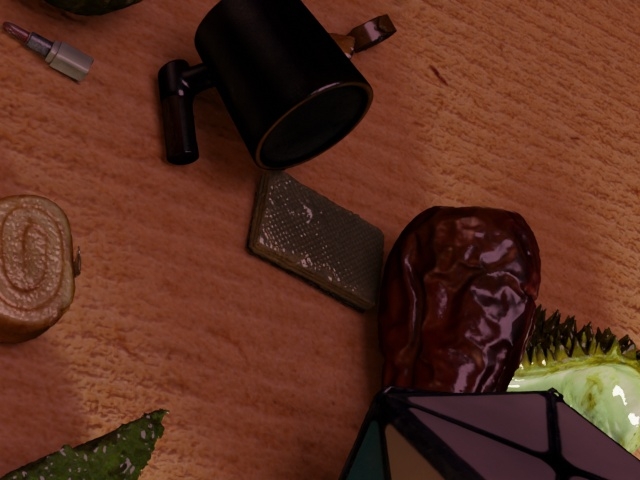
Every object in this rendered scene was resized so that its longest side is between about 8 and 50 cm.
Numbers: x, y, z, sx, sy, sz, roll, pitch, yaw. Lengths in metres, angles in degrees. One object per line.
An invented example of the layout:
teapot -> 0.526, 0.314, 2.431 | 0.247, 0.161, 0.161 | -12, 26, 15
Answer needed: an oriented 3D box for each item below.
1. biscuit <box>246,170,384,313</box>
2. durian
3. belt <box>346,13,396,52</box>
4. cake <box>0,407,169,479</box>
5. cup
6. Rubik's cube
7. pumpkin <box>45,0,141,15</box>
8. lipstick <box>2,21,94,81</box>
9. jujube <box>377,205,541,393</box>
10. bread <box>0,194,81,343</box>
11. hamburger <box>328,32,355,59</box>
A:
biscuit -> 0.000, 0.000, 1.448 | 0.199, 0.040, 0.121 | 29, 52, -29
durian -> 0.335, 0.202, 1.630 | 0.394, 0.163, 0.198 | 12, 101, -32
belt -> 0.075, -0.304, 1.647 | 0.083, 0.059, 0.036 | -32, 93, -44
cake -> -0.272, 0.233, 1.012 | 0.172, 0.158, 0.283 | 42, 46, -17
cup -> -0.081, -0.192, 1.355 | 0.239, 0.166, 0.177 | -22, 70, -28
Rubik's cube -> 0.186, 0.355, 1.193 | 0.307, 0.305, 0.310 | 6, 24, -39
pumpkin -> -0.267, -0.390, 1.297 | 0.260, 0.189, 0.260 | 19, 60, -35
lipstick -> -0.313, -0.219, 1.289 | 0.107, 0.025, 0.025 | 27, 54, -22
jujube -> 0.170, 0.117, 1.435 | 0.216, 0.216, 0.342 | 24, 64, -31
bread -> -0.308, 0.025, 1.140 | 0.122, 0.073, 0.149 | 5, 67, -38
hamburger -> -0.028, -0.220, 1.507 | 0.102, 0.087, 0.176 | 27, 64, -8
